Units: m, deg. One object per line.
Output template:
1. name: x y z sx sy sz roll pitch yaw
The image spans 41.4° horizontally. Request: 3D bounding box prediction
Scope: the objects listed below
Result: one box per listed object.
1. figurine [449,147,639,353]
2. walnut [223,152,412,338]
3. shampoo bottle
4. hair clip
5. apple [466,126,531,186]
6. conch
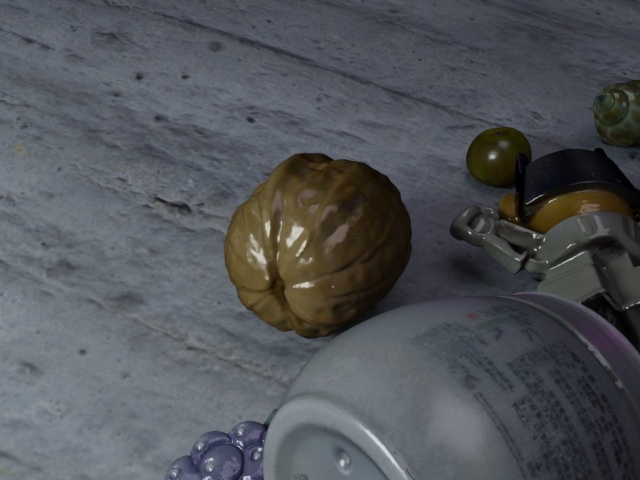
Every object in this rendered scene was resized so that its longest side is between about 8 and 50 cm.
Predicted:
1. figurine: 0.314 -0.002 1.007 0.309 0.143 0.308 16 47 -18
2. walnut: 0.000 0.000 0.922 0.213 0.213 0.213 5 42 -4
3. shampoo bottle: 0.117 0.180 0.677 0.266 0.273 0.273 -14 46 -36
4. hair clip: -0.082 0.233 0.763 0.124 0.052 0.195 17 50 23
5. apple: 0.245 -0.116 1.170 0.090 0.074 0.089 -8 27 4
6. conch: 0.476 -0.191 1.261 0.173 0.106 0.116 6 42 0
